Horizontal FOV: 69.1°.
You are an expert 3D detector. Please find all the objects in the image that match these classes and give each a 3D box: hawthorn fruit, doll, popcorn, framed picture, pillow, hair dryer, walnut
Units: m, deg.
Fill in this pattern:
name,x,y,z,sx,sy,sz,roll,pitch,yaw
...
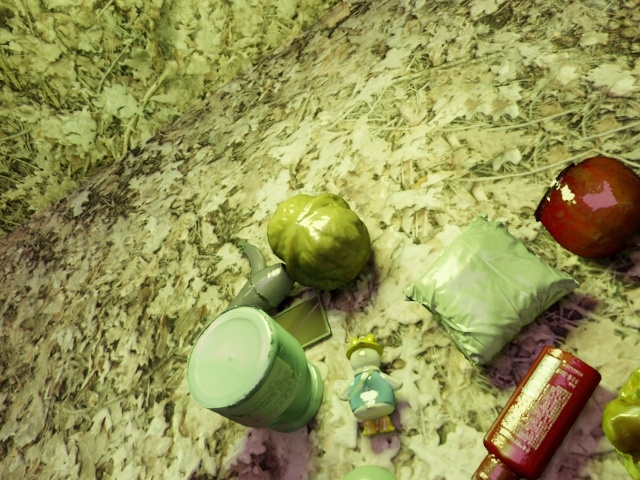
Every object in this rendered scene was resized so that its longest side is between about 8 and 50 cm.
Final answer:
name,x,y,z,sx,sy,sz,roll,pitch,yaw
hawthorn fruit,0.615,-0.063,1.019,0.215,0.215,0.250,-33,44,6
doll,0.115,0.330,1.099,0.135,0.098,0.241,-40,39,32
popcorn,0.579,0.285,0.738,0.236,0.252,0.206,-33,39,1
framed picture,-0.073,0.253,1.334,0.203,0.015,0.150,-30,46,10
pillow,0.378,0.108,1.074,0.310,0.138,0.283,-42,50,-5
hair dryer,-0.236,0.119,1.504,0.301,0.121,0.361,-39,35,12
walnut,0.001,0.001,1.308,0.253,0.277,0.282,-39,56,7

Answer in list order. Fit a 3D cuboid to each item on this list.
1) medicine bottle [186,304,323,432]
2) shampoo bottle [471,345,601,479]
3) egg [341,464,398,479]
name,x,y,z,sx,sy,sz,roll,pitch,yaw
medicine bottle,-0.140,0.326,1.127,0.244,0.290,0.245,-17,50,22
shampoo bottle,0.412,0.357,0.904,0.118,0.076,0.314,29,75,42
egg,0.103,0.553,0.881,0.167,0.168,0.231,-21,54,17
